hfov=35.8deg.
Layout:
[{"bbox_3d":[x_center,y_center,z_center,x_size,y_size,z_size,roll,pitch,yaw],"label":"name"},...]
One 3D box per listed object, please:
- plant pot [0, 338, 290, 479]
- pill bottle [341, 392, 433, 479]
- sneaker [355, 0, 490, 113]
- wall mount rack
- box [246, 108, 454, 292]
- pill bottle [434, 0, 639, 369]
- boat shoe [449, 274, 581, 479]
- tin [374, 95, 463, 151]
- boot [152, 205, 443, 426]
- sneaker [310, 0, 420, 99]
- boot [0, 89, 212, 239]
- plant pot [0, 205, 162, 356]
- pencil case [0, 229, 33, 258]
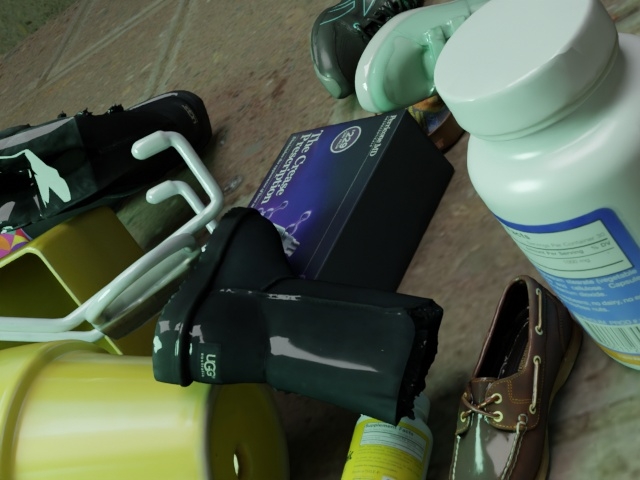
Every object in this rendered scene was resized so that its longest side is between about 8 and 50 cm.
[{"bbox_3d":[-0.166,0.203,0.859,0.239,0.254,0.254,-11,41,19],"label":"plant pot"},{"bbox_3d":[0.054,0.174,0.784,0.065,0.065,0.116,-18,38,37],"label":"pill bottle"},{"bbox_3d":[0.165,-0.206,1.049,0.256,0.094,0.151,-32,30,-21],"label":"sneaker"},{"bbox_3d":[-0.231,0.038,0.934,0.304,0.130,0.350,-37,-4,-10],"label":"wall mount rack"},{"bbox_3d":[0.000,0.000,1.035,0.184,0.103,0.261,-4,48,45],"label":"box"},{"bbox_3d":[0.196,-0.043,0.681,0.152,0.272,0.152,-30,33,21],"label":"pill bottle"},{"bbox_3d":[0.136,0.122,0.747,0.073,0.073,0.207,-10,45,42],"label":"boat shoe"},{"bbox_3d":[0.115,-0.156,1.156,0.106,0.040,0.190,-28,33,18],"label":"tin"},{"bbox_3d":[-0.003,0.058,0.820,0.207,0.094,0.246,9,25,8],"label":"boot"},{"bbox_3d":[0.068,-0.299,1.328,0.106,0.101,0.267,-12,43,39],"label":"sneaker"},{"bbox_3d":[-0.363,-0.070,1.341,0.367,0.146,0.445,-33,8,17],"label":"boot"},{"bbox_3d":[-0.308,0.079,1.211,0.212,0.212,0.187,-25,21,29],"label":"plant pot"},{"bbox_3d":[-0.494,0.069,1.542,0.104,0.104,0.236,-34,33,17],"label":"pencil case"}]
